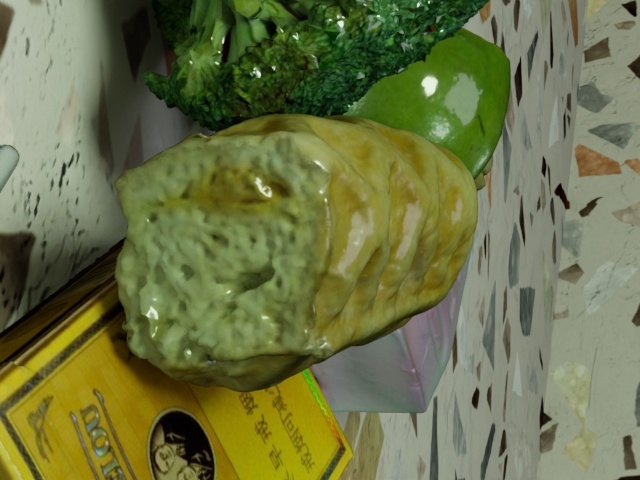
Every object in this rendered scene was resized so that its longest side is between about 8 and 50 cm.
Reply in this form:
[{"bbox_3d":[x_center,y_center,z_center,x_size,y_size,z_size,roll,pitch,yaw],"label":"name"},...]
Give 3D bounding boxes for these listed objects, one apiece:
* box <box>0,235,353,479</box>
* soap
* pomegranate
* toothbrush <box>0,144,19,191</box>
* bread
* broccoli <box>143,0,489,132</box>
[{"bbox_3d":[-0.095,0.116,0.755,0.193,0.084,0.301,62,24,-10],"label":"box"},{"bbox_3d":[0.074,0.014,1.339,0.193,0.109,0.324,73,24,-45],"label":"soap"},{"bbox_3d":[0.056,-0.092,1.174,0.241,0.189,0.159,66,39,-82],"label":"pomegranate"},{"bbox_3d":[-0.200,0.053,0.631,0.026,0.024,0.288,58,35,-35],"label":"toothbrush"},{"bbox_3d":[0.000,0.000,0.770,0.130,0.152,0.267,58,22,9],"label":"bread"},{"bbox_3d":[-0.016,-0.201,0.824,0.275,0.307,0.308,29,57,-32],"label":"broccoli"}]
